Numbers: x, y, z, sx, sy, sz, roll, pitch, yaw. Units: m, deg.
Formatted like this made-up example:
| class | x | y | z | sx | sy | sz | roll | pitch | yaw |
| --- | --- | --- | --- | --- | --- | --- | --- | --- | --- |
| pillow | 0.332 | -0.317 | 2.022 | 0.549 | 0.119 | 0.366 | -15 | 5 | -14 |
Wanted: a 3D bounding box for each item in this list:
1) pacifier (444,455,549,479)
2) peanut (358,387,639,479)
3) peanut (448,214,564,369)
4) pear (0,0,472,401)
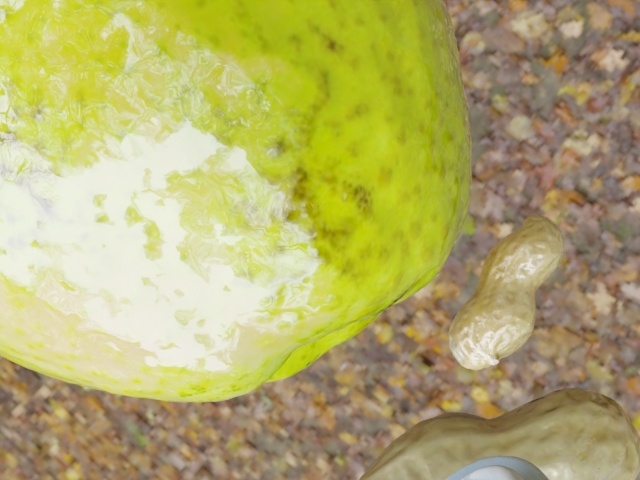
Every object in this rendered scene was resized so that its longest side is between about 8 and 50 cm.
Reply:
| class | x | y | z | sx | sy | sz | roll | pitch | yaw |
| --- | --- | --- | --- | --- | --- | --- | --- | --- | --- |
| pacifier | 0.132 | 0.307 | 0.842 | 0.233 | 0.299 | 0.244 | 37 | 138 | -21 |
| peanut | 0.164 | 0.236 | 1.137 | 0.313 | 0.152 | 0.152 | -17 | 119 | 1 |
| peanut | 0.287 | 0.081 | 1.773 | 0.117 | 0.263 | 0.101 | 24 | 170 | 18 |
| pear | -0.088 | -0.076 | 0.696 | 0.391 | 0.391 | 0.391 | 20 | 134 | 22 |
